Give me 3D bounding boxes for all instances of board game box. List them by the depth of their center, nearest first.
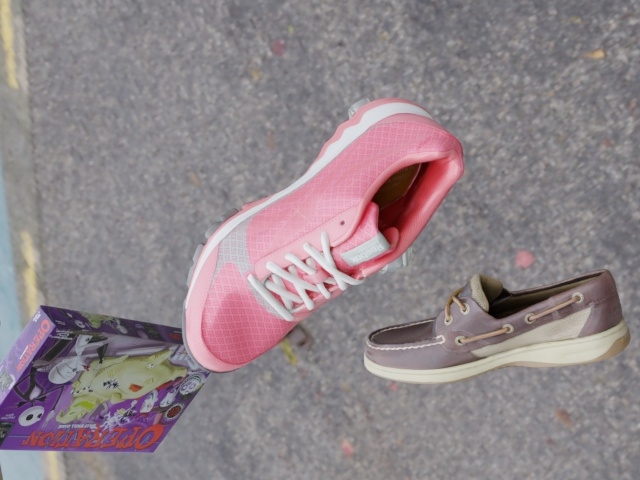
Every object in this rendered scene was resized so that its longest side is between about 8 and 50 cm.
[{"bbox_3d":[-0.299,0.201,1.424,0.208,0.347,0.056,-50,58,15],"label":"board game box"}]

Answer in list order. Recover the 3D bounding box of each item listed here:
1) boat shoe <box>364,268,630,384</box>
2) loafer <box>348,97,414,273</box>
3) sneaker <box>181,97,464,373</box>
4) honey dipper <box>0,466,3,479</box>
[{"bbox_3d":[0.209,0.098,1.317,0.342,0.123,0.123,-8,107,25],"label":"boat shoe"},{"bbox_3d":[0.078,-0.076,1.675,0.112,0.111,0.319,-115,11,-57],"label":"loafer"},{"bbox_3d":[0.000,-0.001,0.911,0.116,0.314,0.136,45,177,-27],"label":"sneaker"},{"bbox_3d":[-0.132,0.075,0.406,0.030,0.030,0.161,118,138,-54],"label":"honey dipper"}]
